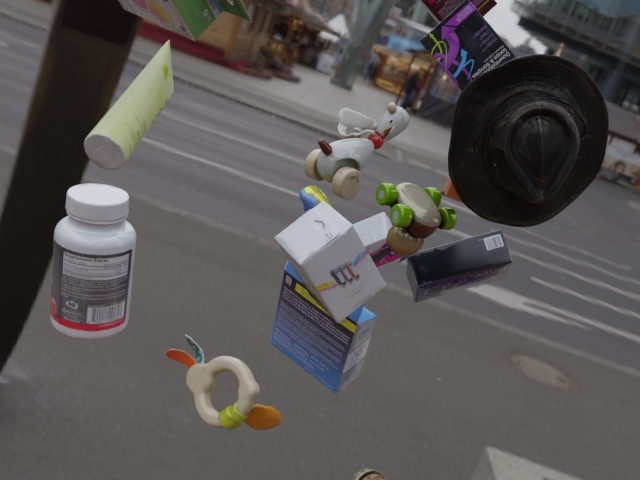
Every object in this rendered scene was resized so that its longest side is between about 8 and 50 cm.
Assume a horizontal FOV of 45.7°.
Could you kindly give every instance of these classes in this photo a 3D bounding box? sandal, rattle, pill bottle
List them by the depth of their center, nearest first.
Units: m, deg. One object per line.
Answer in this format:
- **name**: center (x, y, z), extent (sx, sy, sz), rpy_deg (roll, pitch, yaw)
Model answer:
- **rattle**: center (-0.173, 0.258, 1.395), extent (0.200, 0.130, 0.143), rpy_deg (27, 17, 36)
- **pill bottle**: center (-0.504, 0.044, 1.692), extent (0.176, 0.318, 0.176), rpy_deg (10, 22, -4)
- **sandal**: center (0.000, 0.000, 2.019), extent (0.138, 0.317, 0.126), rpy_deg (-22, 32, -1)

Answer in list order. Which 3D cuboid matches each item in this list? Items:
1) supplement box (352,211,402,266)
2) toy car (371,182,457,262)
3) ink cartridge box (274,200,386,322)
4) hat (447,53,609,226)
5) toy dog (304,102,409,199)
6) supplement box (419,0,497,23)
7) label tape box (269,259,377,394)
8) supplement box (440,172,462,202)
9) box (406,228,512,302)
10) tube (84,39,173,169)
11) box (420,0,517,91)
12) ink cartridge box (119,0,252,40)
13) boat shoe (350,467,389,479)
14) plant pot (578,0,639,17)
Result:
- **supplement box**: center (0.126, 0.020, 2.334), extent (0.111, 0.220, 0.114), rpy_deg (50, 24, -41)
- **toy car**: center (0.191, -0.023, 1.749), extent (0.155, 0.188, 0.149), rpy_deg (3, 39, -30)
- **ink cartridge box**: center (0.018, 0.040, 1.478), extent (0.128, 0.127, 0.176), rpy_deg (42, -14, 53)
- **hat**: center (0.390, -0.160, 1.373), extent (0.331, 0.331, 0.134), rpy_deg (17, 21, -11)
- **toy dog**: center (0.089, -0.268, 1.987), extent (0.220, 0.333, 0.161), rpy_deg (10, -36, 26)
- **supplement box**: center (0.290, -0.608, 1.804), extent (0.239, 0.130, 0.073), rpy_deg (45, 12, -17)
- **label tape box**: center (0.013, 0.195, 1.974), extent (0.249, 0.347, 0.115), rpy_deg (34, 41, 24)
- **supplement box**: center (0.310, -0.120, 1.638), extent (0.078, 0.080, 0.233), rpy_deg (20, 5, 4)
- **box**: center (0.373, 0.073, 2.079), extent (0.261, 0.103, 0.184), rpy_deg (-15, -16, 1)
- **tube**: center (-0.262, -0.197, 1.108), extent (0.062, 0.070, 0.240), rpy_deg (43, 39, -21)
- **box**: center (0.281, -0.349, 1.415), extent (0.162, 0.116, 0.029), rpy_deg (48, 19, -3)
- **ink cartridge box**: center (-0.196, -0.328, 0.980), extent (0.209, 0.062, 0.109), rpy_deg (30, -16, 30)
- **boat shoe**: center (0.069, 0.521, 1.192), extent (0.111, 0.307, 0.104), rpy_deg (21, -11, -34)
- **plant pot**: center (0.644, -0.653, 1.616), extent (0.248, 0.252, 0.247), rpy_deg (-18, 47, -32)
